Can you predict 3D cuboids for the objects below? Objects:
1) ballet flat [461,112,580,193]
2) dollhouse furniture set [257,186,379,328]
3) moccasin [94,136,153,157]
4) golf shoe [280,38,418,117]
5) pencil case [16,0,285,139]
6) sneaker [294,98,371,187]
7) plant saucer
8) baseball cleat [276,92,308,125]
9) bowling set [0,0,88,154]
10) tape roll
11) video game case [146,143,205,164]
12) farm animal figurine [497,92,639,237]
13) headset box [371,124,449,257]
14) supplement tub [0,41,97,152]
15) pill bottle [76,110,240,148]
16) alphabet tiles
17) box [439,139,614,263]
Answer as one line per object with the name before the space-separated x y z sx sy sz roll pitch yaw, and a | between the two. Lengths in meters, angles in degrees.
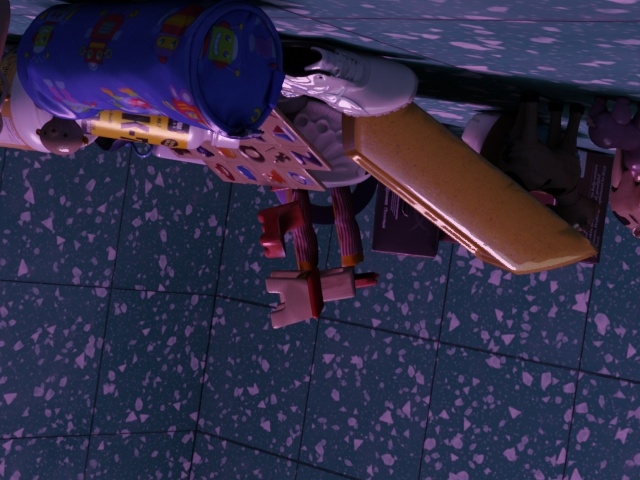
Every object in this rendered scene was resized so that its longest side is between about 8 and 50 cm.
ballet flat | 0.270 -0.130 1.812 0.124 0.116 0.342 29 -168 20
dollhouse furniture set | 0.000 0.000 2.048 0.152 0.201 0.374 -9 -175 5
moccasin | -0.373 -0.211 2.252 0.342 0.117 0.137 5 -178 -35
golf shoe | 0.016 -0.172 1.338 0.176 0.069 0.086 7 175 0
pencil case | -0.159 -0.165 1.222 0.306 0.119 0.133 11 166 45
sneaker | -0.048 -0.152 2.053 0.322 0.130 0.236 11 179 12
plant saucer | 0.150 -0.067 1.560 0.332 0.081 0.333 37 -179 -3
baseball cleat | -0.053 -0.164 1.828 0.072 0.109 0.206 -5 -173 -3
bowling set | -0.395 -0.185 1.346 0.287 0.154 0.200 8 -179 20
tape roll | 0.008 -0.121 2.268 0.189 0.189 0.080 8 -179 0
video game case | -0.198 -0.194 2.519 0.329 0.036 0.300 8 -164 -24
farm animal figurine | 0.389 -0.064 1.550 0.330 0.172 0.327 9 -179 17
headset box | 0.154 -0.083 2.165 0.110 0.218 0.293 6 -179 5
supplement tub | -0.401 -0.196 1.753 0.199 0.144 0.144 8 -179 31
pill bottle | -0.198 -0.177 1.598 0.208 0.119 0.119 8 -179 -5
alphabet tiles | -0.148 -0.161 1.832 0.342 0.011 0.285 8 153 45
box | 0.324 -0.076 2.286 0.143 0.191 0.381 8 -178 -35
